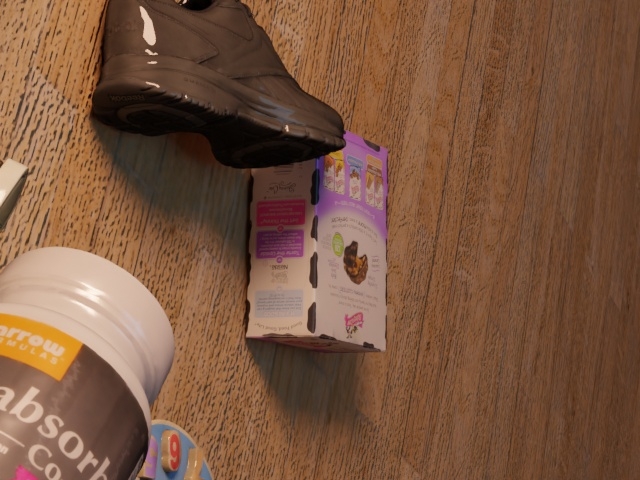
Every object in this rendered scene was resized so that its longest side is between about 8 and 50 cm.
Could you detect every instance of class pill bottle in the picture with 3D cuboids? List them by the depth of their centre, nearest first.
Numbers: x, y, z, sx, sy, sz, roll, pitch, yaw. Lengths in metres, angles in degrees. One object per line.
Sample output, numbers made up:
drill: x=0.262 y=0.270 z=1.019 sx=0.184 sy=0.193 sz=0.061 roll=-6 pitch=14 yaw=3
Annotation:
pill bottle: x=-0.201 y=0.138 z=1.149 sx=0.278 sy=0.162 sz=0.162 roll=-63 pitch=143 yaw=-46

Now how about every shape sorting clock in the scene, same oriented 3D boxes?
shape sorting clock: x=-0.122 y=0.243 z=1.452 sx=0.206 sy=0.040 sz=0.206 roll=-2 pitch=90 yaw=-65

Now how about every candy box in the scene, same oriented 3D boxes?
candy box: x=0.000 y=0.000 z=1.697 sx=0.165 sy=0.070 sz=0.196 roll=19 pitch=70 yaw=-64

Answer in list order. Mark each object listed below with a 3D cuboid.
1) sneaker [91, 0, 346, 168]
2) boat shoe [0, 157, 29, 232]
sneaker: x=-0.070 y=-0.136 z=1.501 sx=0.286 sy=0.109 sz=0.130 roll=20 pitch=64 yaw=-57
boat shoe: x=-0.262 y=0.020 z=1.143 sx=0.228 sy=0.069 sz=0.081 roll=-60 pitch=180 yaw=-43
